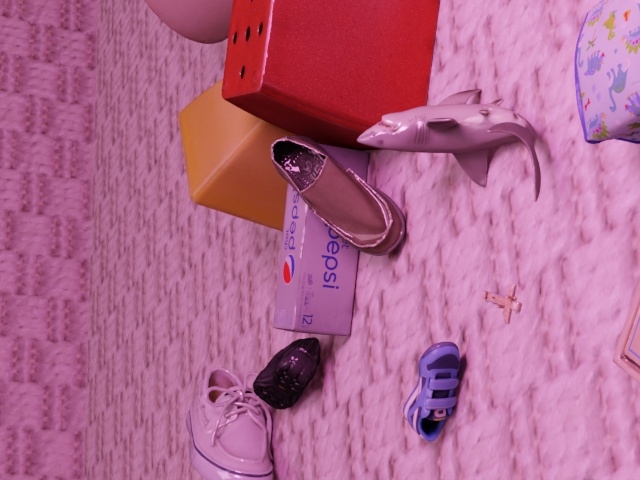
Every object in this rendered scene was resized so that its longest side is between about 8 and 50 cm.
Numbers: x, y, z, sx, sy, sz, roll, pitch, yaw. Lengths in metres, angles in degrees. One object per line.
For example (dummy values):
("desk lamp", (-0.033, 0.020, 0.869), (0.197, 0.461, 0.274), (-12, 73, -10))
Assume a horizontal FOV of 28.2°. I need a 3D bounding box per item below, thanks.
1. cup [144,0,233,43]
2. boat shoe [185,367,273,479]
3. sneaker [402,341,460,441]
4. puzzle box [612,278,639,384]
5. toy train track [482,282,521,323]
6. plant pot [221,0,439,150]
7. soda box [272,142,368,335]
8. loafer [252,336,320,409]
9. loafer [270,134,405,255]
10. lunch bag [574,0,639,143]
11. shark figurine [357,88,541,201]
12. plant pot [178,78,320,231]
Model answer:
("cup", (-0.171, -0.557, 2.317), (0.237, 0.331, 0.331), (-21, 60, 35))
("boat shoe", (-0.145, 0.300, 2.179), (0.367, 0.136, 0.156), (-129, 54, -73))
("sneaker", (0.147, 0.190, 1.602), (0.059, 0.053, 0.144), (-112, 29, -51))
("puzzle box", (0.401, 0.069, 1.037), (0.409, 0.052, 0.272), (-134, 55, -62))
("toy train track", (0.213, 0.072, 1.529), (0.083, 0.014, 0.048), (-160, 79, -67))
("plant pot", (0.001, -0.281, 1.860), (0.267, 0.236, 0.267), (-174, 92, -67))
("soda box", (0.000, 0.000, 1.948), (0.091, 0.098, 0.286), (176, 100, -66))
("loafer", (-0.049, 0.214, 2.049), (0.078, 0.076, 0.223), (-53, 1, -28))
("loafer", (0.013, -0.067, 1.827), (0.251, 0.087, 0.094), (38, 100, 26))
("lunch bag", (0.317, -0.184, 1.261), (0.129, 0.096, 0.151), (147, 117, -62))
("shark figurine", (0.198, -0.113, 1.560), (0.278, 0.166, 0.116), (12, 120, 50))
("plant pot", (-0.087, -0.168, 2.099), (0.187, 0.212, 0.212), (-46, 40, 34))
